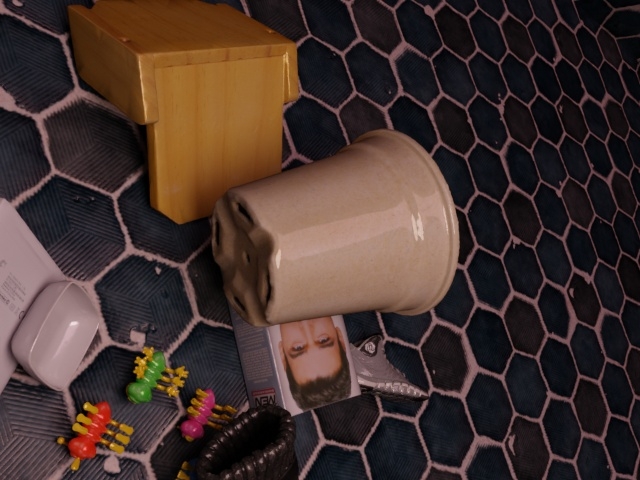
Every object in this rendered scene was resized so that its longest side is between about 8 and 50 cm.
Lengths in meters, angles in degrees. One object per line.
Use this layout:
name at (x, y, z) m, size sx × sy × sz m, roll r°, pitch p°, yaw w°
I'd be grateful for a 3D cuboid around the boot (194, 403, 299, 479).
boot at (-0.131, 0.446, 1.018) m, size 0.348 × 0.131 × 0.260 m, roll -58°, pitch 150°, yaw -46°

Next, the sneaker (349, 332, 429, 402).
sneaker at (0.142, 0.263, 1.421) m, size 0.229 × 0.086 × 0.132 m, roll 21°, pitch 60°, yaw -33°

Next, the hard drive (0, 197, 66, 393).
hard drive at (-0.466, 0.128, 0.892) m, size 0.210 × 0.040 × 0.318 m, roll 82°, pitch 23°, yaw -55°

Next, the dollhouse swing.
dollhouse swing at (-0.255, -0.255, 1.283) m, size 0.315 × 0.304 × 0.347 m, roll 37°, pitch 39°, yaw 30°

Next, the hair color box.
hair color box at (-0.065, 0.131, 1.270) m, size 0.186 × 0.114 × 0.374 m, roll -6°, pitch 80°, yaw -41°

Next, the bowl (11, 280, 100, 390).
bowl at (-0.394, 0.137, 0.992) m, size 0.053 × 0.142 × 0.141 m, roll 13°, pitch 58°, yaw 10°

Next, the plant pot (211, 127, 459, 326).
plant pot at (0.000, 0.000, 1.114) m, size 0.306 × 0.334 × 0.333 m, roll -14°, pitch 84°, yaw -30°

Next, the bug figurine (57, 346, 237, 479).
bug figurine at (-0.259, 0.303, 1.069) m, size 0.279 × 0.072 × 0.216 m, roll 43°, pitch 58°, yaw -27°
